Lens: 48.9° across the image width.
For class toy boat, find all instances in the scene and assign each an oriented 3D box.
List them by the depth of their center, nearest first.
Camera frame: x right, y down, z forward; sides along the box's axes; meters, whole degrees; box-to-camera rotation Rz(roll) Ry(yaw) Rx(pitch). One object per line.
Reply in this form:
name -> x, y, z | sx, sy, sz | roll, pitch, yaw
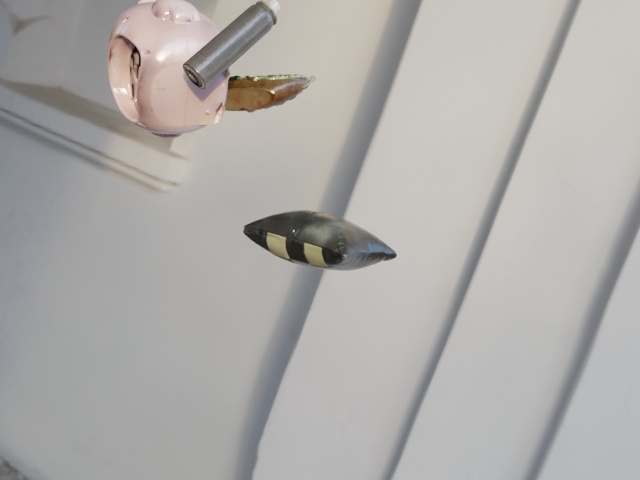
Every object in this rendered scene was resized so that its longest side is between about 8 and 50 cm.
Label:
toy boat -> -0.158, -0.412, 1.941 | 0.292, 0.108, 0.099 | -6, 38, 5

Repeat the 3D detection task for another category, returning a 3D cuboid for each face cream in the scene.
face cream -> -0.199, -0.468, 1.643 | 0.073, 0.283, 0.073 | 38, -19, 15

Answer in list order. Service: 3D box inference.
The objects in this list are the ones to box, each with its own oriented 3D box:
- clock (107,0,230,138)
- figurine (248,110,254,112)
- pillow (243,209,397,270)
clock -> -0.424, -0.465, 1.841 | 0.250, 0.368, 0.377 | -10, 42, -29
figurine -> -0.199, -0.418, 2.024 | 0.114, 0.114, 0.079 | 16, 46, -23
pillow -> 0.000, 0.000, 1.350 | 0.250, 0.106, 0.186 | 14, 8, 34
